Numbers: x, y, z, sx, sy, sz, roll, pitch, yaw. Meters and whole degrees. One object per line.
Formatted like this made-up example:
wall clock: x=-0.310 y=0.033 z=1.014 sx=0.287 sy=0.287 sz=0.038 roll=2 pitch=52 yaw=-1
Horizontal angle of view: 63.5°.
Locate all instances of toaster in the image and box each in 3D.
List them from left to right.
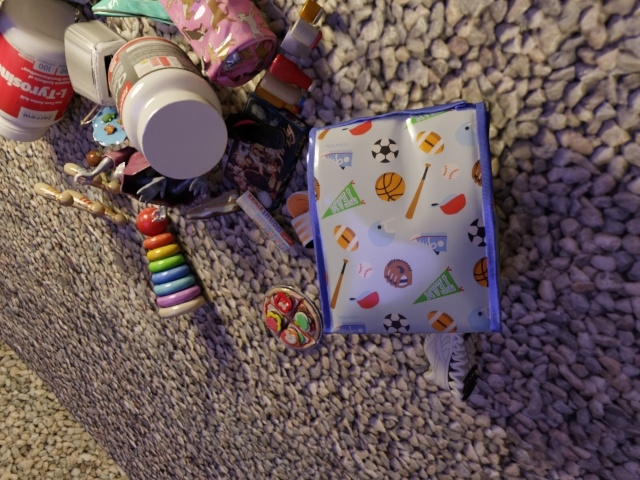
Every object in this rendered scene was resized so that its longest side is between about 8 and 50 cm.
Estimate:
toaster: x=-0.552 y=-0.450 z=1.311 sx=0.146 sy=0.129 sz=0.227 roll=35 pitch=135 yaw=24

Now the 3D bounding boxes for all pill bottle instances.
pill bottle: x=-0.816 y=-0.472 z=1.471 sx=0.229 sy=0.229 sz=0.407 roll=52 pitch=130 yaw=3
pill bottle: x=-0.339 y=-0.298 z=1.144 sx=0.363 sy=0.210 sz=0.210 roll=53 pitch=139 yaw=46

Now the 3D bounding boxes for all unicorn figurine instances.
unicorn figurine: x=-0.500 y=-0.532 z=1.344 sx=0.162 sy=0.060 sz=0.111 roll=20 pitch=132 yaw=42

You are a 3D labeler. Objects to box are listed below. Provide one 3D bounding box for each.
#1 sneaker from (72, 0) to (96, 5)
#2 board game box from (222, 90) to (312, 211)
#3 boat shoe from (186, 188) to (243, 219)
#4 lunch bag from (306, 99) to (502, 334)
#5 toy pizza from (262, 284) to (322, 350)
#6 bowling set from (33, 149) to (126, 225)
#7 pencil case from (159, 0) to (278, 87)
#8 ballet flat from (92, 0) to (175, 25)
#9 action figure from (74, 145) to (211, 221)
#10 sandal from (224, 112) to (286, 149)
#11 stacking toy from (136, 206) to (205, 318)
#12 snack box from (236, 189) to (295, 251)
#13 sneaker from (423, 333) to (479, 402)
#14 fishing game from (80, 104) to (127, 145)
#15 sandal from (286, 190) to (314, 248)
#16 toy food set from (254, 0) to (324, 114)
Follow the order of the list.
sneaker: x=-0.587 y=-0.724 z=1.301 sx=0.091 sy=0.094 sz=0.258 roll=23 pitch=128 yaw=-1
board game box: x=-0.135 y=-0.211 z=1.248 sx=0.165 sy=0.042 sz=0.243 roll=37 pitch=127 yaw=15
boat shoe: x=-0.288 y=-0.100 z=1.399 sx=0.190 sy=0.068 sz=0.072 roll=-10 pitch=93 yaw=27
lunch bag: x=0.159 y=-0.042 z=0.955 sx=0.327 sy=0.239 sz=0.386 roll=-6 pitch=101 yaw=18
toy pizza: x=-0.085 y=0.218 z=1.421 sx=0.201 sy=0.032 sz=0.201 roll=15 pitch=119 yaw=28
bowling set: x=-0.687 y=-0.171 z=1.565 sx=0.154 sy=0.287 sz=0.200 roll=23 pitch=89 yaw=17
pencil case: x=-0.260 y=-0.522 z=1.109 sx=0.386 sy=0.167 sz=0.160 roll=55 pitch=137 yaw=2
ballet flat: x=-0.418 y=-0.563 z=1.225 sx=0.247 sy=0.083 sz=0.087 roll=9 pitch=110 yaw=5
action figure: x=-0.468 y=-0.205 z=1.386 sx=0.370 sy=0.248 sz=0.276 roll=30 pitch=92 yaw=50
sandal: x=-0.161 y=-0.250 z=1.192 sx=0.179 sy=0.040 sz=0.067 roll=20 pitch=121 yaw=26
stacking toy: x=-0.461 y=0.059 z=1.557 sx=0.141 sy=0.141 sz=0.330 roll=-12 pitch=97 yaw=37
snack box: x=-0.139 y=-0.046 z=1.306 sx=0.178 sy=0.022 sz=0.064 roll=49 pitch=152 yaw=-9
sneaker: x=0.281 y=0.214 z=1.129 sx=0.118 sy=0.110 sz=0.292 roll=18 pitch=120 yaw=37
fishing game: x=-0.548 y=-0.338 z=1.396 sx=0.264 sy=0.189 sz=0.041 roll=25 pitch=166 yaw=33
sandal: x=0.007 y=-0.005 z=1.225 sx=0.265 sy=0.076 sz=0.102 roll=50 pitch=129 yaw=5
toy food set: x=-0.043 y=-0.368 z=1.080 sx=0.104 sy=0.111 sz=0.232 roll=28 pitch=119 yaw=-17
